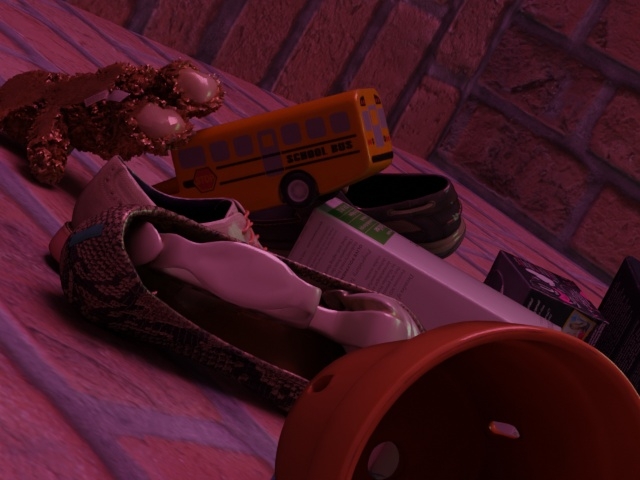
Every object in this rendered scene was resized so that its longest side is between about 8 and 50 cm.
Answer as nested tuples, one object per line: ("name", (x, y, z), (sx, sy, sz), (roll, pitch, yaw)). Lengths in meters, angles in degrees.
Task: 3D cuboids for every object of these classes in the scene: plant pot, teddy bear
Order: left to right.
("teddy bear", (-0.281, -0.157, 2.029), (0.245, 0.338, 0.113), (-77, 151, -48))
("plant pot", (0.092, 0.196, 1.219), (0.291, 0.291, 0.203), (25, -6, -27))

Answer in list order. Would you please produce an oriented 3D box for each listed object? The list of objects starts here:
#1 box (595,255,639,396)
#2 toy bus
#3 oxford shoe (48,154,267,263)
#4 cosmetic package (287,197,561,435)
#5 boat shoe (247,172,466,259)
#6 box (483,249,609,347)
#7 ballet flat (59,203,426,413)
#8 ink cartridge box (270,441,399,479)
("box", (0.566, 0.228, 2.314), (0.293, 0.212, 0.395), (24, 18, -5))
("toy bus", (-0.079, -0.096, 1.997), (0.333, 0.130, 0.108), (-13, 4, 21))
("oxford shoe", (-0.097, 0.040, 1.729), (0.397, 0.146, 0.140), (26, 10, -24))
("cosmetic package", (0.127, 0.102, 2.038), (0.365, 0.155, 0.197), (29, 9, 3))
("boat shoe", (0.030, -0.056, 2.203), (0.355, 0.130, 0.132), (0, 36, 5))
("box", (0.324, 0.136, 2.397), (0.142, 0.163, 0.247), (25, 10, -8))
("ballet flat", (-0.031, 0.085, 1.600), (0.483, 0.164, 0.182), (23, -26, -23))
("ink cartridge box", (0.040, 0.191, 1.385), (0.090, 0.143, 0.092), (19, 15, -48))
